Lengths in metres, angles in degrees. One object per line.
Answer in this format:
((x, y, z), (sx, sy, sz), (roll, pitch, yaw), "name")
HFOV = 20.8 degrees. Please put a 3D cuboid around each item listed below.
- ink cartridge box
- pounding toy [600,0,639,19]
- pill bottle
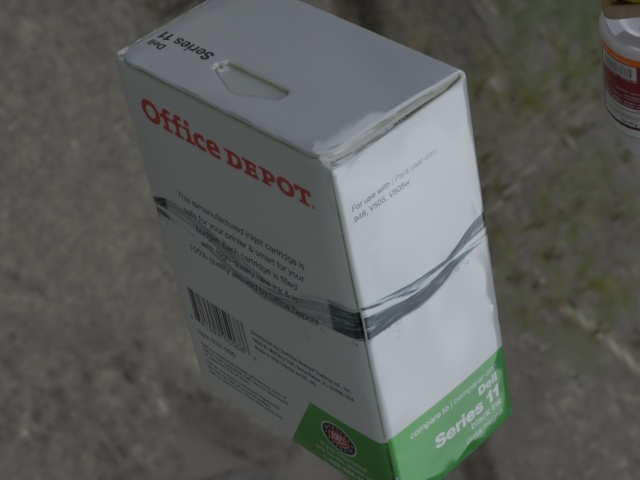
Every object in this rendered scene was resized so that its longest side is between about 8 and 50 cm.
((0.000, 0.000, 0.820), (0.153, 0.087, 0.208), (30, -36, 39), "ink cartridge box")
((0.340, -0.183, 1.339), (0.154, 0.269, 0.155), (-51, 131, -33), "pounding toy")
((0.284, -0.143, 1.496), (0.152, 0.086, 0.086), (73, -1, -54), "pill bottle")
